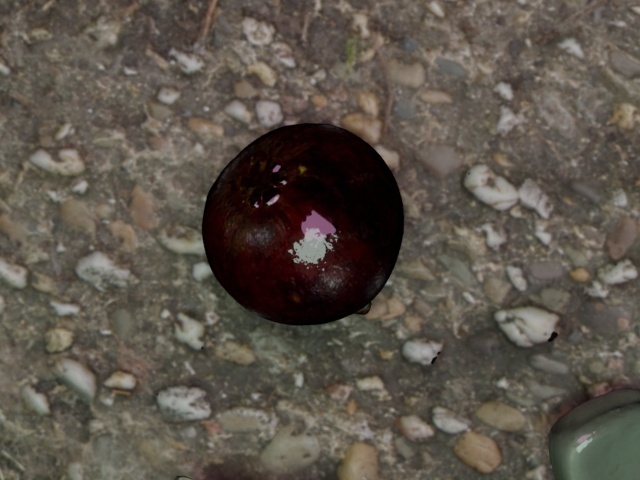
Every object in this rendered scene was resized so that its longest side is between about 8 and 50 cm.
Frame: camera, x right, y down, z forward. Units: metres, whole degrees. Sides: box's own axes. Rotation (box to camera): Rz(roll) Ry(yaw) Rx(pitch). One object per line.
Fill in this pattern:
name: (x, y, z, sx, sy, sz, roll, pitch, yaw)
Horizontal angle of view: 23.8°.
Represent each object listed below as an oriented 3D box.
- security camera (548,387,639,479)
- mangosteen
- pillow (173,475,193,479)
security camera: (0.366, 0.322, 1.791, 0.157, 0.080, 0.301, -22, 107, -11)
mangosteen: (0.000, 0.000, 1.711, 0.235, 0.235, 0.261, -37, 136, 5)
pillow: (-0.058, 0.423, 1.778, 0.280, 0.076, 0.274, 9, 96, -19)
